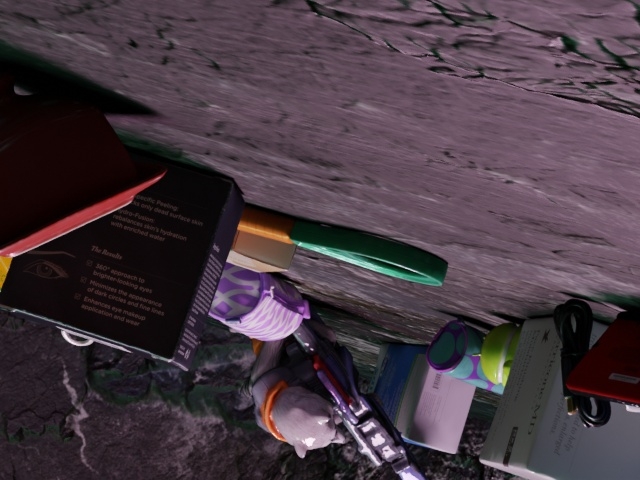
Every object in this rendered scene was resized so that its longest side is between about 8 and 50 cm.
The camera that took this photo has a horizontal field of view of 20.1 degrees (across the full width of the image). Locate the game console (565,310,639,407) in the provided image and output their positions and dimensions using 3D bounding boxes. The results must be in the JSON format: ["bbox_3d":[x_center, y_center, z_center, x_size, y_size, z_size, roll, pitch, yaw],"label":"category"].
[{"bbox_3d":[0.289,0.106,1.432,0.085,0.124,0.144,50,160,-21],"label":"game console"}]

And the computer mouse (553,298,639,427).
[{"bbox_3d":[0.280,0.111,1.535,0.193,0.106,0.042,9,156,-35],"label":"computer mouse"}]

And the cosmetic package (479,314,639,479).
[{"bbox_3d":[0.258,0.163,1.683,0.151,0.151,0.184,19,173,-6],"label":"cosmetic package"}]

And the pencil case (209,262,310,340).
[{"bbox_3d":[-0.077,0.067,2.127,0.088,0.086,0.206,-11,169,10],"label":"pencil case"}]

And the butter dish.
[{"bbox_3d":[-0.217,-0.064,1.289,0.160,0.118,0.160,-26,-162,-28],"label":"butter dish"}]

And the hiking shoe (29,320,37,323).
[{"bbox_3d":[-0.386,0.040,2.180,0.132,0.113,0.304,-10,-165,-14],"label":"hiking shoe"}]

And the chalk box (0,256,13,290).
[{"bbox_3d":[-0.416,-0.024,2.055,0.132,0.132,0.213,23,173,-38],"label":"chalk box"}]

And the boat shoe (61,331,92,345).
[{"bbox_3d":[-0.240,0.051,2.079,0.136,0.156,0.367,19,174,-14],"label":"boat shoe"}]

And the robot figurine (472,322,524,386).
[{"bbox_3d":[0.213,0.121,1.821,0.115,0.067,0.101,15,-157,16],"label":"robot figurine"}]

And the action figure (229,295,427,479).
[{"bbox_3d":[-0.012,0.224,2.426,0.341,0.178,0.330,55,-177,-11],"label":"action figure"}]

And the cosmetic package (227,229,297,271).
[{"bbox_3d":[-0.064,0.002,1.695,0.060,0.041,0.115,20,173,-13],"label":"cosmetic package"}]

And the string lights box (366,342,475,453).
[{"bbox_3d":[0.136,0.221,2.582,0.077,0.133,0.260,19,174,-13],"label":"string lights box"}]

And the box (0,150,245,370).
[{"bbox_3d":[-0.162,0.009,1.505,0.156,0.158,0.093,18,173,8],"label":"box"}]

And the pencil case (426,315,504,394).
[{"bbox_3d":[0.193,0.134,1.997,0.152,0.064,0.070,21,-149,-31],"label":"pencil case"}]

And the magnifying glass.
[{"bbox_3d":[0.000,0.000,1.582,0.231,0.026,0.092,17,174,18],"label":"magnifying glass"}]
